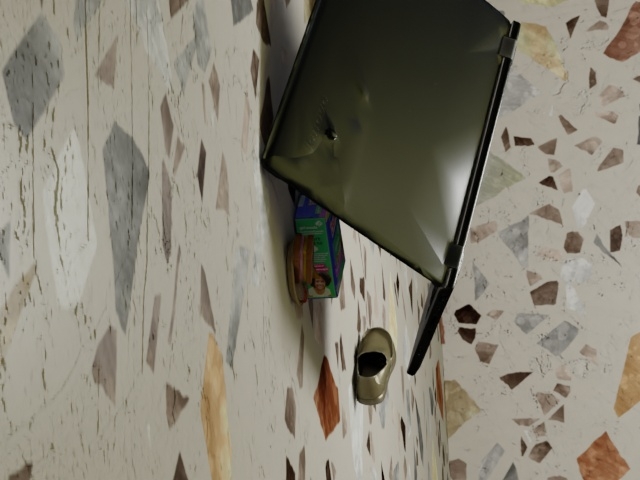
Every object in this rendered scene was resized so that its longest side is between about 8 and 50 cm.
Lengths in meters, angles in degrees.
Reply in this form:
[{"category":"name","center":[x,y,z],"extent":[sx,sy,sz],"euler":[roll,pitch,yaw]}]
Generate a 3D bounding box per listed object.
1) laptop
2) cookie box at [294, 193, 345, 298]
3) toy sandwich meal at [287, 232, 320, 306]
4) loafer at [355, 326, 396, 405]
[{"category":"laptop","center":[0.080,-0.111,1.704],"extent":[0.408,0.236,0.381],"euler":[102,5,-62]},{"category":"cookie box","center":[0.000,0.000,1.667],"extent":[0.092,0.040,0.107],"euler":[-76,159,-61]},{"category":"toy sandwich meal","center":[-0.017,0.031,1.579],"extent":[0.085,0.029,0.085],"euler":[-4,90,-81]},{"category":"loafer","center":[0.080,0.171,2.051],"extent":[0.148,0.056,0.050],"euler":[-83,172,-51]}]
